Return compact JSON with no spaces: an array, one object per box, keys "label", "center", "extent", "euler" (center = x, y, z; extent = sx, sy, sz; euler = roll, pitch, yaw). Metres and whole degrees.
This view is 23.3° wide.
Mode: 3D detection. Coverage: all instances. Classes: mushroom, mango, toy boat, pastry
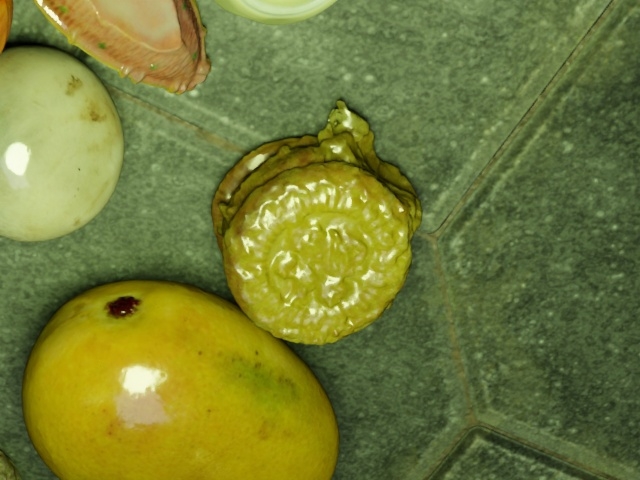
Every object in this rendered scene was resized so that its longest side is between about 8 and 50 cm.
[{"label":"mushroom","center":[-0.322,-0.099,1.639],"extent":[0.215,0.207,0.207],"euler":[-4,134,38]},{"label":"mango","center":[-0.152,0.216,1.838],"extent":[0.300,0.232,0.446],"euler":[-36,128,14]},{"label":"toy boat","center":[-0.216,-0.257,1.588],"extent":[0.318,0.099,0.141],"euler":[41,82,-31]},{"label":"pastry","center":[0.000,0.000,1.769],"extent":[0.235,0.132,0.240],"euler":[-30,124,12]}]

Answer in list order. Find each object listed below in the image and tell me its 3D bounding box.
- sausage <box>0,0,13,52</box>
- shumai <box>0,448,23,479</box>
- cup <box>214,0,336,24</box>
[{"label":"sausage","center":[-0.439,-0.232,1.527],"extent":[0.268,0.153,0.141],"euler":[-3,133,-6]},{"label":"shumai","center":[-0.470,0.342,1.916],"extent":[0.206,0.166,0.175],"euler":[40,121,-3]},{"label":"cup","center":[-0.093,-0.319,1.472],"extent":[0.255,0.202,0.173],"euler":[9,117,-25]}]
